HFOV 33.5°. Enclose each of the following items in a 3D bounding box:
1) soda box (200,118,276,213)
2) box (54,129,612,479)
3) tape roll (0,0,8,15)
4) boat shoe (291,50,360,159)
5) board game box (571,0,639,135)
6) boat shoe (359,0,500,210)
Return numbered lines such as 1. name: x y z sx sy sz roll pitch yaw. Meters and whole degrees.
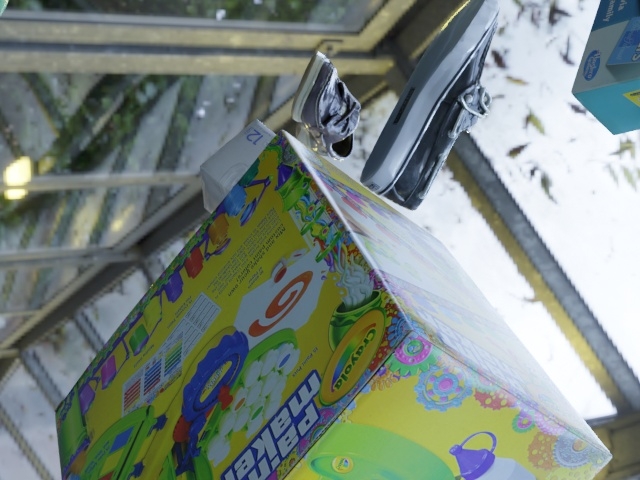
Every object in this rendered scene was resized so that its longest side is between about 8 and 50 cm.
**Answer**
1. soda box: 0.000 0.000 1.155 0.286 0.091 0.098 40 -23 15
2. box: -0.019 0.129 0.716 0.290 0.177 0.279 -50 -150 12
3. tape roll: -0.227 -0.240 0.461 0.321 0.077 0.321 37 -43 45
4. boat shoe: 0.015 -0.193 1.595 0.285 0.092 0.103 91 24 -74
5. board game box: 0.405 -0.242 0.928 0.336 0.079 0.254 -8 -126 51
6. boat shoe: 0.173 -0.184 1.438 0.306 0.105 0.113 -61 -164 -1
